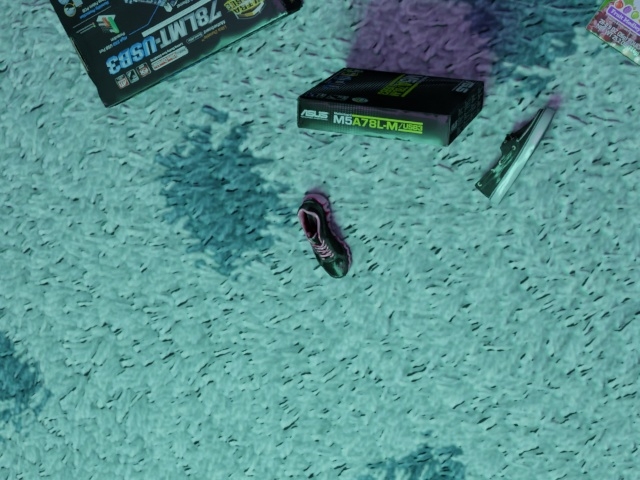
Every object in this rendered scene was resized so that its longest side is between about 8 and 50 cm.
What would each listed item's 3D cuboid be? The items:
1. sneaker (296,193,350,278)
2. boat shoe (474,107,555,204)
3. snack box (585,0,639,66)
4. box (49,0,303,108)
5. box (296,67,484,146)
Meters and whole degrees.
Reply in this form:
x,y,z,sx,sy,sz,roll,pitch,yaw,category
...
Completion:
x,y,z,sx,sy,sz,roll,pitch,yaw,category
0.000,0.000,1.813,0.047,0.057,0.119,-21,100,22,sneaker
0.238,-0.108,1.700,0.040,0.049,0.142,34,117,7,boat shoe
0.437,-0.257,1.570,0.207,0.070,0.174,36,114,4,snack box
-0.216,-0.360,1.763,0.296,0.073,0.293,-25,98,24,box
0.087,-0.163,1.656,0.184,0.191,0.045,7,110,18,box
